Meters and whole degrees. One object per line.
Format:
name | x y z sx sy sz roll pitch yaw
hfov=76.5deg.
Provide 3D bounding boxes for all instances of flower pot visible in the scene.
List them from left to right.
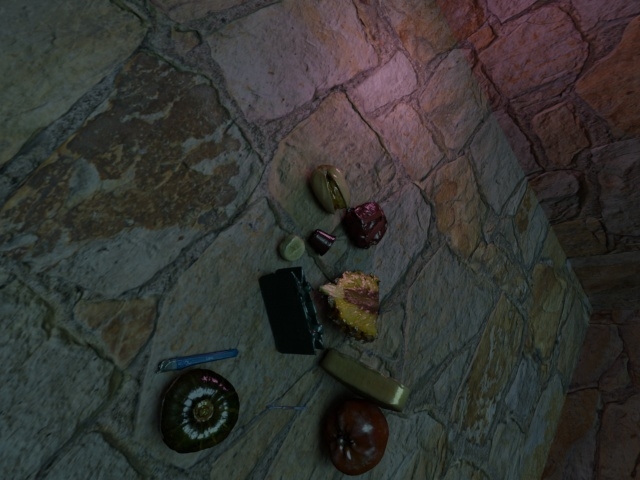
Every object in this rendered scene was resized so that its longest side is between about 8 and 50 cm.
flower pot | 0.000 0.000 1.763 0.089 0.111 0.111 37 62 -10

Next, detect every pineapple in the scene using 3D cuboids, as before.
pineapple | 0.096 0.290 1.772 0.286 0.209 0.344 16 46 -7

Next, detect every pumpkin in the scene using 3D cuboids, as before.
pumpkin | -0.396 0.560 1.336 0.260 0.189 0.260 9 62 -18

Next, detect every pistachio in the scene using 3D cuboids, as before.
pistachio | 0.046 -0.226 1.803 0.157 0.157 0.229 -38 111 -34

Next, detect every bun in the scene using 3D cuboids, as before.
bun | -0.122 0.028 1.679 0.115 0.069 0.115 -11 111 -32

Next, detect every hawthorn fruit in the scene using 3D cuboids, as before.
hawthorn fruit | 0.152 0.790 1.653 0.284 0.284 0.284 6 80 -36

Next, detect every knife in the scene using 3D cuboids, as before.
knife | -0.424 0.420 1.426 0.297 0.026 0.044 2 85 -39

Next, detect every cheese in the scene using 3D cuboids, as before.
cheese | 0.167 0.579 1.702 0.384 0.384 0.104 42 68 -24

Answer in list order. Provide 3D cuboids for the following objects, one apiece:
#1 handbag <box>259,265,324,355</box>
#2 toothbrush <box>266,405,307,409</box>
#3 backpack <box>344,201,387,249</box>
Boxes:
handbag | -0.107 0.268 1.552 0.089 0.238 0.326 -16 93 -42
toothbrush | -0.128 0.665 1.613 0.193 0.019 0.013 18 72 -35
backpack | 0.226 -0.080 1.908 0.229 0.139 0.229 5 81 -36
